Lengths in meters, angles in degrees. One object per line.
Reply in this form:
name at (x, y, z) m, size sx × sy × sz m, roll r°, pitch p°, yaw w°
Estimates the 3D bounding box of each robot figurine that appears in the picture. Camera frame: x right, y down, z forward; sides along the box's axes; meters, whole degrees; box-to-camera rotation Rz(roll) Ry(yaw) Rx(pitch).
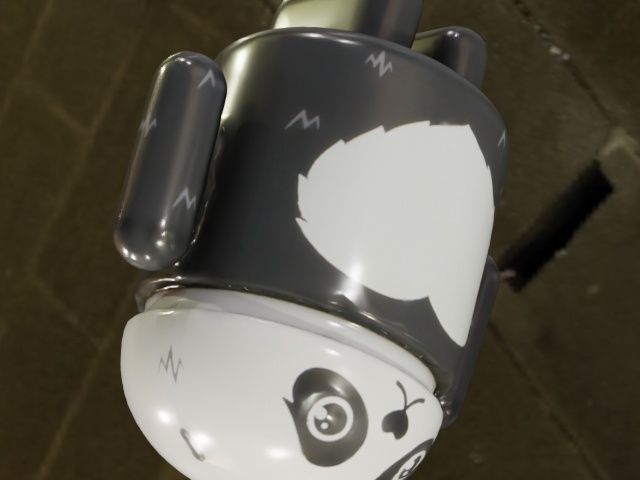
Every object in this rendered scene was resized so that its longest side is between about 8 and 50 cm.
robot figurine at (0.003, 0.001, 0.770) m, size 0.173 × 0.209 × 0.278 m, roll 113°, pitch 174°, yaw -70°
